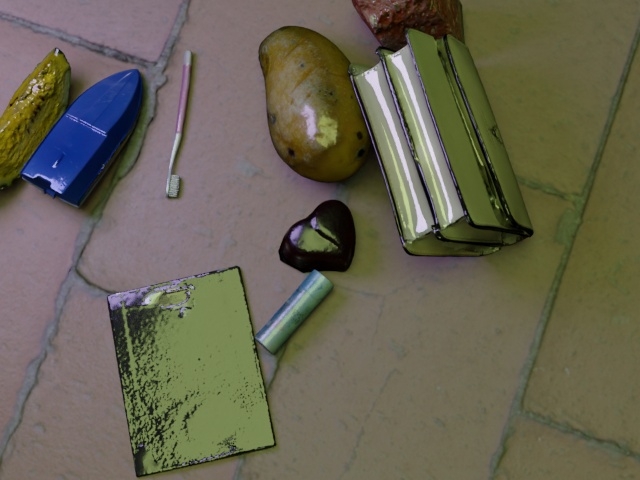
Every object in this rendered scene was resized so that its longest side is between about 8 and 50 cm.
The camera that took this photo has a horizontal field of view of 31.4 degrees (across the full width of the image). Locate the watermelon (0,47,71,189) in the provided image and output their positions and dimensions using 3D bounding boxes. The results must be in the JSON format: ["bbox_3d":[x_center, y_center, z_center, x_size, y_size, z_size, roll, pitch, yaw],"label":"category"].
[{"bbox_3d":[-0.547,-0.204,2.042,0.123,0.129,0.301,29,74,9],"label":"watermelon"}]

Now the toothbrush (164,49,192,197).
[{"bbox_3d":[-0.254,-0.214,2.076,0.025,0.020,0.286,6,76,-2],"label":"toothbrush"}]

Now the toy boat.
[{"bbox_3d":[-0.409,-0.198,2.058,0.129,0.088,0.295,26,68,12],"label":"toy boat"}]

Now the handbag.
[{"bbox_3d":[0.215,-0.158,1.913,0.160,0.237,0.358,-27,71,33],"label":"handbag"}]

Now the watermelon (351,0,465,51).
[{"bbox_3d":[0.142,-0.406,1.973,0.193,0.256,0.139,-5,74,12],"label":"watermelon"}]

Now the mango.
[{"bbox_3d":[-0.010,-0.246,1.994,0.177,0.175,0.329,-10,56,-1],"label":"mango"}]

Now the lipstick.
[{"bbox_3d":[-0.045,0.123,1.950,0.048,0.048,0.158,40,82,14],"label":"lipstick"}]

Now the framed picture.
[{"bbox_3d":[-0.225,0.222,1.958,0.244,0.013,0.323,-13,74,1],"label":"framed picture"}]

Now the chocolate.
[{"bbox_3d":[0.000,0.000,1.964,0.149,0.080,0.125,-34,74,-6],"label":"chocolate"}]
